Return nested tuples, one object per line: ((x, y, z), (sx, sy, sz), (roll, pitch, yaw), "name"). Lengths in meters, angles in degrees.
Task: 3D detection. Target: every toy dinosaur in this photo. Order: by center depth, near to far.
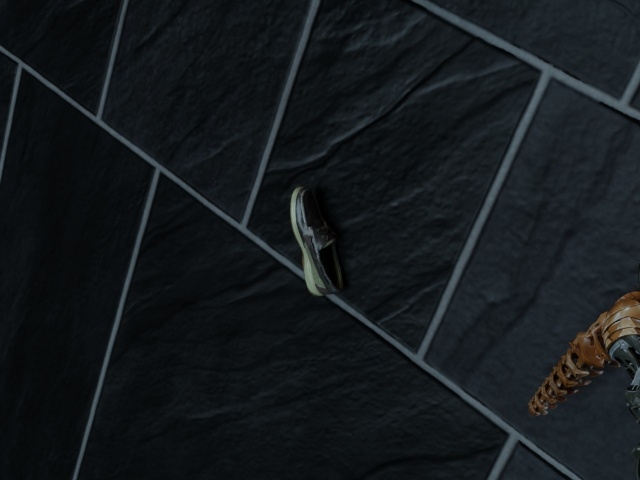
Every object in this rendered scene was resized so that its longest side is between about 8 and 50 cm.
((0.363, 0.120, 1.033), (0.322, 0.164, 0.218), (-48, 53, 55), "toy dinosaur")

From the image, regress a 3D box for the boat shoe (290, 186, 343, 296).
((0.000, 0.000, 1.338), (0.049, 0.056, 0.152), (-4, 107, 35), "boat shoe")
